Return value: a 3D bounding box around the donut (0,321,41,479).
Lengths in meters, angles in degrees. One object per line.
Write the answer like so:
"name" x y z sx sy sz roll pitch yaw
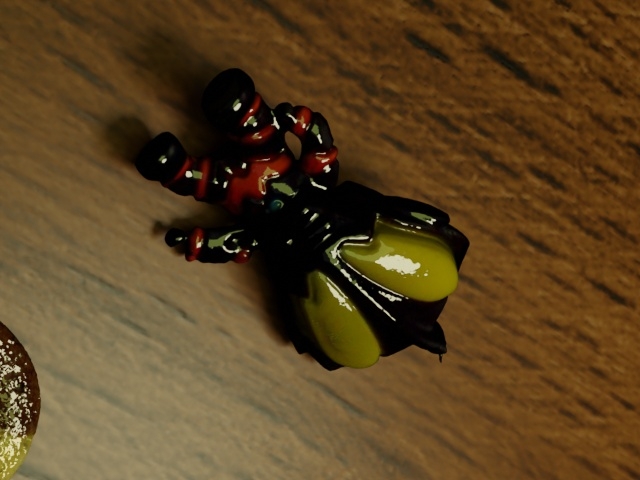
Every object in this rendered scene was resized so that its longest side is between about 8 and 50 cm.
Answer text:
"donut" -0.223 0.094 1.074 0.140 0.059 0.140 -4 97 -34

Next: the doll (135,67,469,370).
"doll" -0.001 0.003 1.181 0.248 0.127 0.088 45 39 -30
